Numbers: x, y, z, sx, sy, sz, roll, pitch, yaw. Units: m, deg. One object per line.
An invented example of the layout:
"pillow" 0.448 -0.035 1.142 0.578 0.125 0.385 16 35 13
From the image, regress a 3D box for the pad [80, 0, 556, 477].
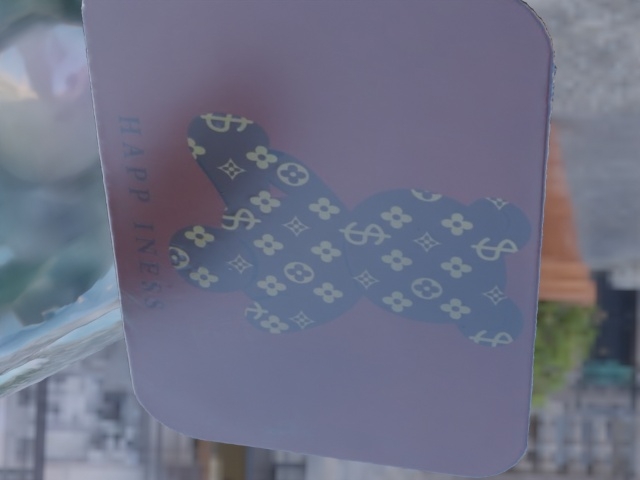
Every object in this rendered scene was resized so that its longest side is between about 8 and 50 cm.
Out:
"pad" 0.000 0.000 0.785 0.181 0.004 0.267 7 134 11

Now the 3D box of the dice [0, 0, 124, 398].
"dice" -0.256 -0.063 1.104 0.328 0.330 0.348 -26 175 -12
